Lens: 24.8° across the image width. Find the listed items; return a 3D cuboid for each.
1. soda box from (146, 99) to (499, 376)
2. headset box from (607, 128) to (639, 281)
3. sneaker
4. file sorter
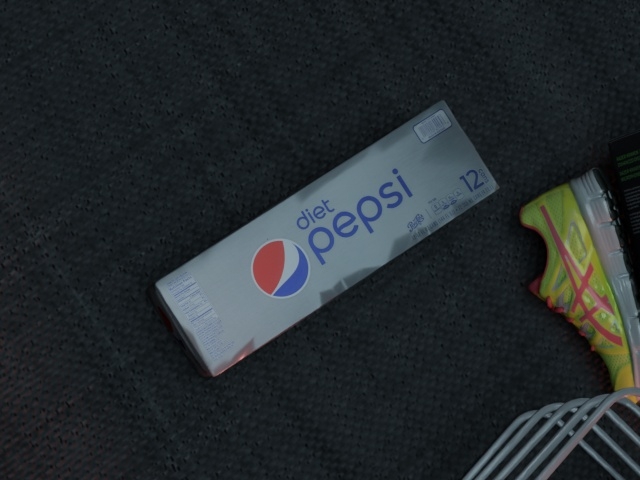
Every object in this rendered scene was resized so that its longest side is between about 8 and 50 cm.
[{"bbox_3d":[0.000,0.000,1.203,0.286,0.098,0.091,-33,91,-12],"label":"soda box"},{"bbox_3d":[0.399,0.003,1.228,0.246,0.131,0.283,-9,84,-27],"label":"headset box"},{"bbox_3d":[0.230,0.046,1.258,0.094,0.081,0.209,-16,94,18],"label":"sneaker"},{"bbox_3d":[0.204,0.233,1.124,0.173,0.278,0.193,43,78,2],"label":"file sorter"}]
